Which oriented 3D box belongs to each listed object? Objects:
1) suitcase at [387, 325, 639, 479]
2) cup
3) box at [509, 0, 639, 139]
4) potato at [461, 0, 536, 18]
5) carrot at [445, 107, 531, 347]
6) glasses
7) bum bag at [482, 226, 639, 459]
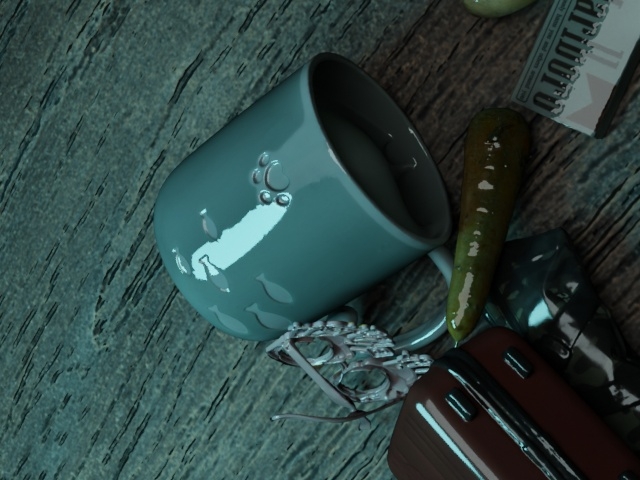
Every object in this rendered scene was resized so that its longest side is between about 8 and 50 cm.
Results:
[{"bbox_3d":[0.217,0.260,1.397,0.297,0.161,0.236,47,155,20],"label":"suitcase"},{"bbox_3d":[0.000,0.000,1.533,0.274,0.259,0.357,-33,106,25],"label":"cup"},{"bbox_3d":[0.299,-0.216,1.468,0.115,0.036,0.177,28,102,25],"label":"box"},{"bbox_3d":[0.209,-0.319,1.479,0.112,0.112,0.147,36,99,23],"label":"potato"},{"bbox_3d":[0.180,-0.006,1.469,0.078,0.078,0.298,6,76,28],"label":"carrot"},{"bbox_3d":[0.043,0.159,1.497,0.162,0.255,0.095,-28,50,33],"label":"glasses"},{"bbox_3d":[0.297,0.138,1.436,0.144,0.095,0.340,-48,67,37],"label":"bum bag"}]
